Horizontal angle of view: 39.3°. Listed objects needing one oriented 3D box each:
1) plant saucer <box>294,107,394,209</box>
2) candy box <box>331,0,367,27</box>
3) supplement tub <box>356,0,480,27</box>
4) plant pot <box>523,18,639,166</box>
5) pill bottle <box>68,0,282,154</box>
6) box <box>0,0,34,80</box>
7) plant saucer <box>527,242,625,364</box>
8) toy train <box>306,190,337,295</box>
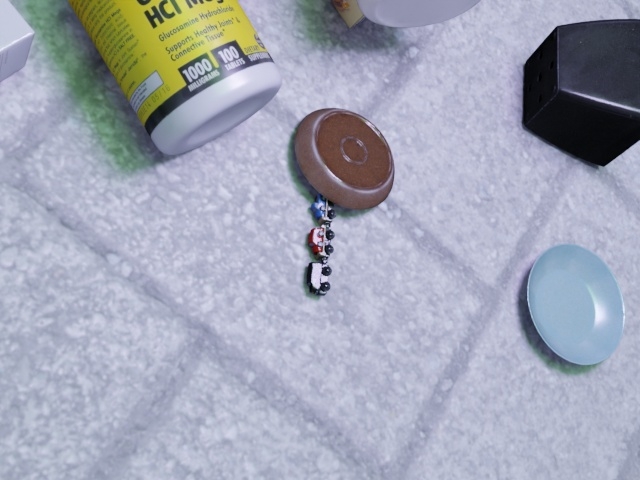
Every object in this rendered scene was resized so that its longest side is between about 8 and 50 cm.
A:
[{"bbox_3d":[0.043,-0.126,1.297,0.168,0.029,0.168,14,58,-24],"label":"plant saucer"},{"bbox_3d":[0.122,-0.490,1.429,0.316,0.087,0.183,-36,92,-30],"label":"candy box"},{"bbox_3d":[0.127,-0.458,1.261,0.191,0.191,0.272,-3,78,-27],"label":"supplement tub"},{"bbox_3d":[0.435,-0.251,1.469,0.167,0.187,0.188,9,71,-10],"label":"plant pot"},{"bbox_3d":[-0.208,-0.295,1.148,0.188,0.188,0.334,-32,90,-30],"label":"pill bottle"},{"bbox_3d":[-0.416,-0.249,1.081,0.087,0.102,0.101,-41,94,-28],"label":"box"},{"bbox_3d":[0.395,0.102,1.414,0.195,0.037,0.195,8,71,-24],"label":"plant saucer"},{"bbox_3d":[0.000,0.000,1.256,0.036,0.027,0.158,10,70,-13],"label":"toy train"}]
